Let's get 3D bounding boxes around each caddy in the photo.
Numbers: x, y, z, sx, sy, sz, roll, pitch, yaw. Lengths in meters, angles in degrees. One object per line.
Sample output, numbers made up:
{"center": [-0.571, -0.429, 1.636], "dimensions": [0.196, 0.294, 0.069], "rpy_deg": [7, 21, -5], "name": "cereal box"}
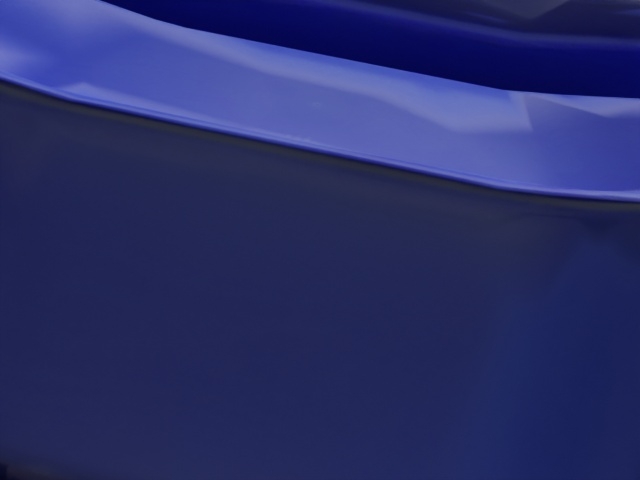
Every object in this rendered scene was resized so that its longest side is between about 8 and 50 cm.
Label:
{"center": [0.000, 0.000, 0.628], "dimensions": [0.341, 0.179, 0.241], "rpy_deg": [12, -150, 6], "name": "caddy"}
